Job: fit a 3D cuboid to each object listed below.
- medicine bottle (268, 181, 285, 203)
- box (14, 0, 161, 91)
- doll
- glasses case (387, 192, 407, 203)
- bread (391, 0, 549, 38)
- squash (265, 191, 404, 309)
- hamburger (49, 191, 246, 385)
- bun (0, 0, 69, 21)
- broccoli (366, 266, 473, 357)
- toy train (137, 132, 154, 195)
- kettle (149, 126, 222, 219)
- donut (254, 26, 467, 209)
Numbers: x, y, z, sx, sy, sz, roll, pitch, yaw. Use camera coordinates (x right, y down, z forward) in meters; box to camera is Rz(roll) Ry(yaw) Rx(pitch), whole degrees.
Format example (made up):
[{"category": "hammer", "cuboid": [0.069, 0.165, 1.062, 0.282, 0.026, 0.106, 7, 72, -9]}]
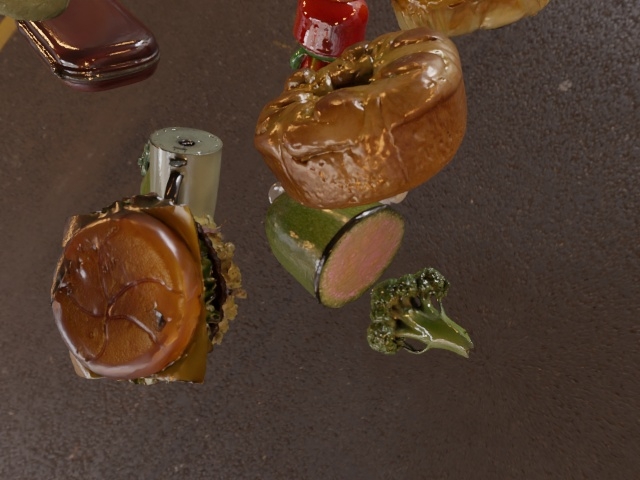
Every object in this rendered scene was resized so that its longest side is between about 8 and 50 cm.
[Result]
[{"category": "medicine bottle", "cuboid": [-0.094, -0.172, 1.776, 0.107, 0.191, 0.106, 9, 109, 27]}, {"category": "box", "cuboid": [-0.570, -0.503, 1.208, 0.263, 0.108, 0.404, -26, 58, -30]}, {"category": "doll", "cuboid": [0.026, -0.534, 1.219, 0.183, 0.362, 0.160, 10, 46, -2]}, {"category": "glasses case", "cuboid": [0.205, -0.179, 1.522, 0.092, 0.059, 0.233, -61, 26, 11]}, {"category": "bread", "cuboid": [0.366, -0.612, 1.180, 0.389, 0.183, 0.235, -17, 49, 13]}, {"category": "squash", "cuboid": [0.009, -0.030, 1.301, 0.310, 0.310, 0.309, -50, 56, 2]}, {"category": "hamburger", "cuboid": [-0.217, 0.064, 0.617, 0.262, 0.139, 0.242, -1, 90, 17]}, {"category": "bun", "cuboid": [-0.469, -0.406, 0.717, 0.195, 0.196, 0.118, 40, 123, 22]}, {"category": "broccoli", "cuboid": [0.287, 0.209, 1.423, 0.303, 0.186, 0.253, 1, 68, 19]}, {"category": "toy train", "cuboid": [-0.551, -0.229, 1.757, 0.307, 0.174, 0.248, -27, 60, 57]}, {"category": "kettle", "cuboid": [-0.335, -0.115, 1.184, 0.165, 0.240, 0.255, 11, 121, -6]}, {"category": "donut", "cuboid": [0.040, -0.127, 0.513, 0.227, 0.113, 0.226, -19, 31, 12]}]
